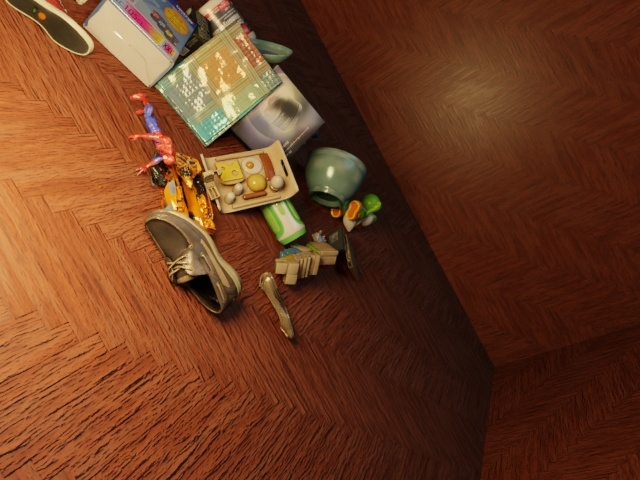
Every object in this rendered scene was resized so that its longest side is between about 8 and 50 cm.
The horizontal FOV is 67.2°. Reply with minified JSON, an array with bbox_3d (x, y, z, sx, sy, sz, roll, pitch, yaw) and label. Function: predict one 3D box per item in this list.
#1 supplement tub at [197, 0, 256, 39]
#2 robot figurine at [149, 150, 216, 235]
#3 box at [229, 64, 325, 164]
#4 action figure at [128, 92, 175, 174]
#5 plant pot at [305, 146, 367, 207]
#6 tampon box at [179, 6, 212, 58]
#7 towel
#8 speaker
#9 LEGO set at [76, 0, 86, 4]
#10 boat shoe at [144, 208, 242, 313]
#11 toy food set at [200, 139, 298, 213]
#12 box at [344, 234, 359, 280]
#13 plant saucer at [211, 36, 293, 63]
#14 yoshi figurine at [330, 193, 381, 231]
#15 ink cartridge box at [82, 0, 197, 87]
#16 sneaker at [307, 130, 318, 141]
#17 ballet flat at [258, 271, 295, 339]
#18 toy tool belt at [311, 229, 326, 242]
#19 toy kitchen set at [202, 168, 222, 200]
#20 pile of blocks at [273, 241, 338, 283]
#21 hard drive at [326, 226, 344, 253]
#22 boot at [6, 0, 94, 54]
[{"bbox_3d":[-0.400,-0.890,2.072,0.272,0.191,0.191,49,30,-24],"label":"supplement tub"},{"bbox_3d":[-0.419,-0.153,1.492,0.211,0.085,0.291,14,54,-57],"label":"robot figurine"},{"bbox_3d":[-0.200,-0.478,1.896,0.294,0.296,0.183,44,-2,-30],"label":"box"},{"bbox_3d":[-0.523,-0.307,1.425,0.280,0.139,0.091,52,-19,27],"label":"action figure"},{"bbox_3d":[0.052,-0.273,2.255,0.293,0.293,0.196,35,64,-42],"label":"plant pot"},{"bbox_3d":[-0.501,-0.801,1.892,0.101,0.120,0.161,24,46,-52],"label":"tampon box"},{"bbox_3d":[-0.354,-0.551,1.700,0.271,0.370,0.040,51,-5,-21],"label":"towel"},{"bbox_3d":[-0.173,-0.134,1.861,0.296,0.131,0.131,60,27,-5],"label":"speaker"},{"bbox_3d":[-0.786,-0.853,1.514,0.244,0.060,0.182,42,37,-36],"label":"LEGO set"},{"bbox_3d":[-0.357,0.064,1.355,0.355,0.132,0.130,49,30,-22],"label":"boat shoe"},{"bbox_3d":[-0.252,-0.236,1.719,0.306,0.092,0.220,-16,77,-27],"label":"toy food set"},{"bbox_3d":[0.143,0.084,2.249,0.201,0.021,0.164,60,18,-64],"label":"box"},{"bbox_3d":[-0.268,-0.748,1.894,0.317,0.317,0.044,-61,164,-59],"label":"plant saucer"},{"bbox_3d":[0.205,-0.177,2.495,0.362,0.203,0.203,6,54,-62],"label":"yoshi figurine"},{"bbox_3d":[-0.596,-0.755,1.660,0.270,0.151,0.395,44,31,-33],"label":"ink cartridge box"},{"bbox_3d":[-0.099,-0.526,2.406,0.262,0.104,0.125,-1,84,-56],"label":"sneaker"},{"bbox_3d":[-0.151,0.229,1.660,0.084,0.058,0.250,168,-100,-81],"label":"ballet flat"},{"bbox_3d":[0.000,0.000,2.123,0.083,0.051,0.052,64,27,2],"label":"toy tool belt"},{"bbox_3d":[-0.345,-0.189,1.597,0.068,0.083,0.075,-24,80,-19],"label":"toy kitchen set"},{"bbox_3d":[-0.078,0.093,1.878,0.362,0.149,0.112,-16,123,-54],"label":"pile of blocks"},{"bbox_3d":[0.066,0.011,2.181,0.022,0.094,0.135,36,37,-33],"label":"hard drive"},{"bbox_3d":[-0.745,-0.659,1.382,0.244,0.088,0.176,39,33,-32],"label":"boot"}]
